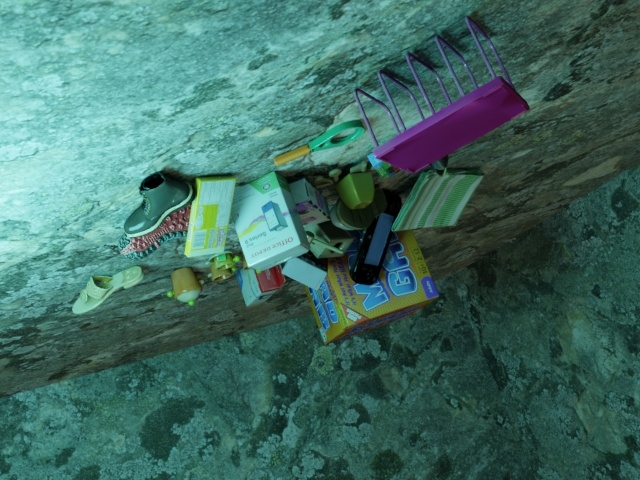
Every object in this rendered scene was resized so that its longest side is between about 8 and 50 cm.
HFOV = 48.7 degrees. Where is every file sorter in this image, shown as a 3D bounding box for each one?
[{"bbox_3d":[0.245,-0.301,1.481,0.291,0.182,0.202,-28,163,25],"label":"file sorter"}]

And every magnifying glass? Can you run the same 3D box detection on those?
[{"bbox_3d":[-0.003,-0.232,1.711,0.231,0.026,0.092,-20,166,3],"label":"magnifying glass"}]

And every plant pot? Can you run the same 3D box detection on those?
[{"bbox_3d":[0.103,-0.134,1.976,0.082,0.083,0.081,-6,160,-34],"label":"plant pot"}]

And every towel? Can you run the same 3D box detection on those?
[{"bbox_3d":[0.404,-0.137,2.386,0.325,0.038,0.247,-6,133,-43],"label":"towel"}]

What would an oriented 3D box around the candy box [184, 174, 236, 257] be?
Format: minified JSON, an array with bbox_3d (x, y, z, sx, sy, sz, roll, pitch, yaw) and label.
[{"bbox_3d":[-0.270,-0.059,1.730,0.105,0.027,0.205,-9,122,-42],"label":"candy box"}]

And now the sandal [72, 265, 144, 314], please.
[{"bbox_3d":[-0.648,0.127,2.095,0.240,0.088,0.079,-27,134,-1],"label":"sandal"}]

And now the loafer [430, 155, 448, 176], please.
[{"bbox_3d":[0.330,-0.225,1.946,0.062,0.061,0.170,-29,167,6],"label":"loafer"}]

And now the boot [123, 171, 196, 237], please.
[{"bbox_3d":[-0.403,-0.089,1.625,0.198,0.076,0.137,-37,158,9],"label":"boot"}]

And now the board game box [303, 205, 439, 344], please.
[{"bbox_3d":[0.156,0.135,2.595,0.357,0.356,0.356,-16,166,-18],"label":"board game box"}]

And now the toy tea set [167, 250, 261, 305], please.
[{"bbox_3d":[-0.343,0.128,2.361,0.336,0.124,0.200,-23,165,12],"label":"toy tea set"}]

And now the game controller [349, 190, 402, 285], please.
[{"bbox_3d":[0.183,-0.007,2.330,0.067,0.318,0.166,19,-177,24],"label":"game controller"}]

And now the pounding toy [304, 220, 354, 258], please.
[{"bbox_3d":[0.001,0.007,2.232,0.206,0.181,0.094,-4,136,-48],"label":"pounding toy"}]

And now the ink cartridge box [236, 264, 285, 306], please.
[{"bbox_3d":[-0.216,0.135,2.542,0.078,0.134,0.231,-11,162,-30],"label":"ink cartridge box"}]

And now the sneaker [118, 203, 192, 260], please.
[{"bbox_3d":[-0.390,-0.046,1.782,0.262,0.104,0.125,-25,-165,-12],"label":"sneaker"}]

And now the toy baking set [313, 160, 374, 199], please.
[{"bbox_3d":[0.042,-0.165,2.018,0.197,0.030,0.256,-9,162,-28],"label":"toy baking set"}]

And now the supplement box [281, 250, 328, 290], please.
[{"bbox_3d":[-0.046,0.059,2.273,0.073,0.130,0.239,-60,-170,18],"label":"supplement box"}]

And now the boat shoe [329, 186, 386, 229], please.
[{"bbox_3d":[0.097,-0.088,2.127,0.103,0.113,0.302,-14,-176,30],"label":"boat shoe"}]

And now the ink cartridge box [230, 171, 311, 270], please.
[{"bbox_3d":[-0.136,-0.047,1.825,0.154,0.212,0.093,-23,165,13],"label":"ink cartridge box"}]

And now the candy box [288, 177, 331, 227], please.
[{"bbox_3d":[-0.080,-0.090,1.971,0.165,0.070,0.196,-17,162,15],"label":"candy box"}]

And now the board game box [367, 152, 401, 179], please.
[{"bbox_3d":[0.241,-0.248,1.913,0.212,0.039,0.160,-31,164,9],"label":"board game box"}]
